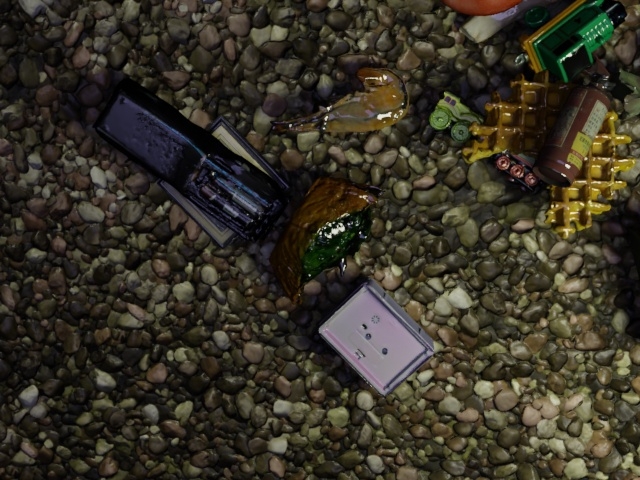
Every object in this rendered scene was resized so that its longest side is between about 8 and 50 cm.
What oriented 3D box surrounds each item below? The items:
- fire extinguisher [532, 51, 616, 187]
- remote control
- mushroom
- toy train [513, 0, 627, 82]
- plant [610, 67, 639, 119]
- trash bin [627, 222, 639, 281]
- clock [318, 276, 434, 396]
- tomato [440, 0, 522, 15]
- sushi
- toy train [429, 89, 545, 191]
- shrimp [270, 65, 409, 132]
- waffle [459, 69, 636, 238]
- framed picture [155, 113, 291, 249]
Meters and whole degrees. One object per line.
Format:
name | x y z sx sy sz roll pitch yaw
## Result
fire extinguisher | 0.437 -0.223 1.661 0.106 0.075 0.252 28 81 -2
remote control | -0.250 -0.146 1.837 0.399 0.062 0.144 35 104 0
mushroom | 0.343 -0.416 1.723 0.202 0.054 0.059 -25 98 16
toy train | 0.438 -0.362 1.659 0.228 0.136 0.091 -35 140 4
plant | 0.610 -0.251 1.682 0.203 0.142 0.131 2 110 -4
trash bin | 0.643 0.084 1.726 0.122 0.164 0.240 -17 98 10
clock | 0.109 0.183 1.862 0.145 0.073 0.193 -44 93 13
tomato | 0.302 -0.455 1.658 0.228 0.199 0.112 -5 119 34
sushi | -0.001 0.000 1.800 0.140 0.149 0.287 31 98 -3
toy train | 0.314 -0.180 1.772 0.250 0.053 0.085 33 98 0
shrimp | 0.033 -0.255 1.790 0.262 0.066 0.117 -5 86 -6
waffle | 0.415 -0.168 1.725 0.293 0.069 0.260 43 81 -1
framed picture | -0.192 -0.111 1.874 0.195 0.010 0.199 -43 93 13
